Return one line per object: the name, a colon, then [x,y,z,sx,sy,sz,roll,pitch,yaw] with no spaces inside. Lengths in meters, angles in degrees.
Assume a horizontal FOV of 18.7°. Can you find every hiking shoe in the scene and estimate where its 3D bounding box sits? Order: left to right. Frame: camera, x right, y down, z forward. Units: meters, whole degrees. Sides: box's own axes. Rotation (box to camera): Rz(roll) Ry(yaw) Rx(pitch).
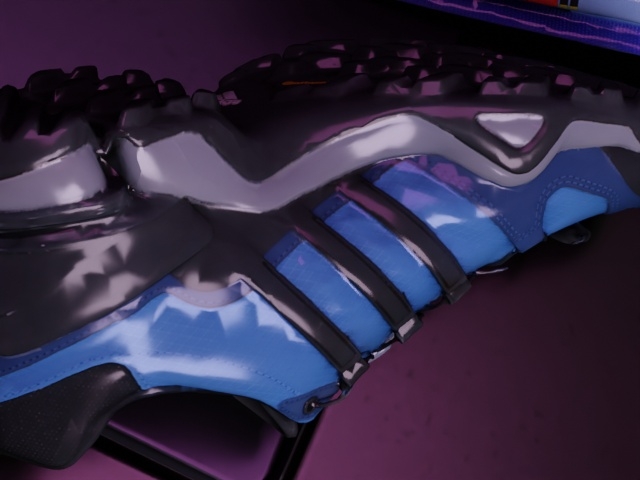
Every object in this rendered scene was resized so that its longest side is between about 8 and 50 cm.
hiking shoe: [0.000,0.000,0.706,0.304,0.113,0.132,-7,107,-25]

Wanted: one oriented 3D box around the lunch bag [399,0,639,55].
lunch bag: [0.177,-0.183,0.759,0.293,0.138,0.221,15,70,-5]
